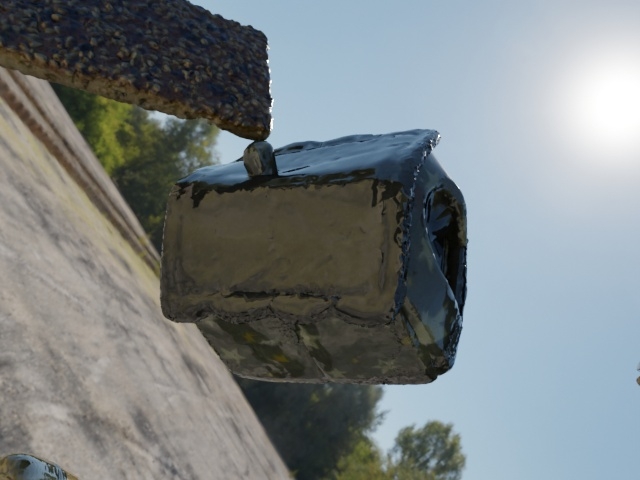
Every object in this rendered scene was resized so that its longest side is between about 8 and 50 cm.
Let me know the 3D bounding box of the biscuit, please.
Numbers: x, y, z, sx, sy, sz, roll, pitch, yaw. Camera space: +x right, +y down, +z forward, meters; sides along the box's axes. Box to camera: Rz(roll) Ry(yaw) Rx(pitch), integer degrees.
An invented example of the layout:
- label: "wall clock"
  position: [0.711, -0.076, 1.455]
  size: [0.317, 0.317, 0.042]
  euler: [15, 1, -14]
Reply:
- label: "biscuit"
  position: [-0.143, -0.156, 0.469]
  size: [0.025, 0.230, 0.131]
  euler: [-47, -139, 45]

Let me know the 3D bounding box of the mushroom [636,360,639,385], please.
- label: "mushroom"
  position: [0.459, 0.179, 0.663]
  size: [0.225, 0.116, 0.093]
  euler: [15, -14, 13]

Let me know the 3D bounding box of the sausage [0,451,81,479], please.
- label: "sausage"
  position: [-0.161, 0.141, 0.353]
  size: [0.024, 0.024, 0.132]
  euler: [54, -21, 20]

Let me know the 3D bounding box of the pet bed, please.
- label: "pet bed"
  position: [0.000, 0.000, 0.473]
  size: [0.210, 0.183, 0.159]
  euler: [-4, -42, 27]
